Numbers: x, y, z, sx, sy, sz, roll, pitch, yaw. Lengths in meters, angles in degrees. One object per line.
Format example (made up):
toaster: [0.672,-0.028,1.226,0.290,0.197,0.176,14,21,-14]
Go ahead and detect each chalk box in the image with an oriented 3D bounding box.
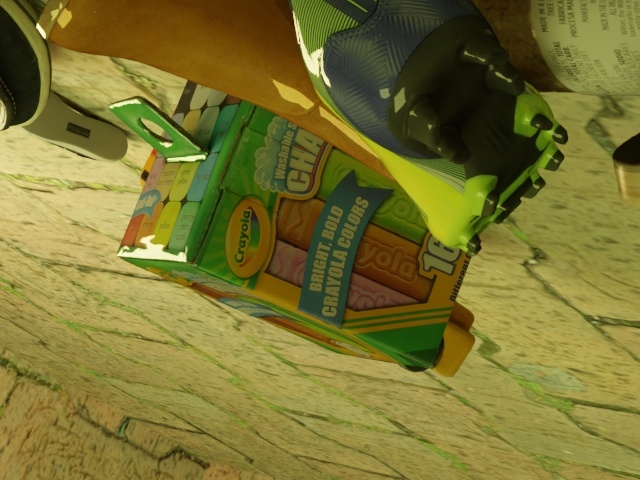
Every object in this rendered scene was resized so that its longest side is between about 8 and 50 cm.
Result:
chalk box: [-0.037,-0.034,1.345,0.289,0.179,0.180,24,172,-22]

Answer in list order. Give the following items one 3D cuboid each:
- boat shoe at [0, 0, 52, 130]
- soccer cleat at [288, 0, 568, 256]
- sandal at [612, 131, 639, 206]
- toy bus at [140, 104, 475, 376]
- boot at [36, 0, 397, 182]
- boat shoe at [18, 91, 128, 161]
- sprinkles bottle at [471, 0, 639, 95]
boat shoe: [-0.358,-0.190,1.365,0.187,0.156,0.500,16,164,13]
soccer cleat: [0.057,-0.075,0.911,0.121,0.093,0.289,40,177,20]
sandal: [0.255,-0.045,0.913,0.088,0.240,0.079,14,122,54]
toy bus: [0.000,0.000,1.528,0.332,0.130,0.108,29,-179,-23]
boot: [-0.024,-0.112,1.014,0.211,0.104,0.295,43,-155,4]
boat shoe: [-0.259,-0.113,1.671,0.142,0.049,0.040,27,164,-24]
sprinkles bottle: [0.183,-0.134,0.905,0.355,0.121,0.121,6,157,44]
